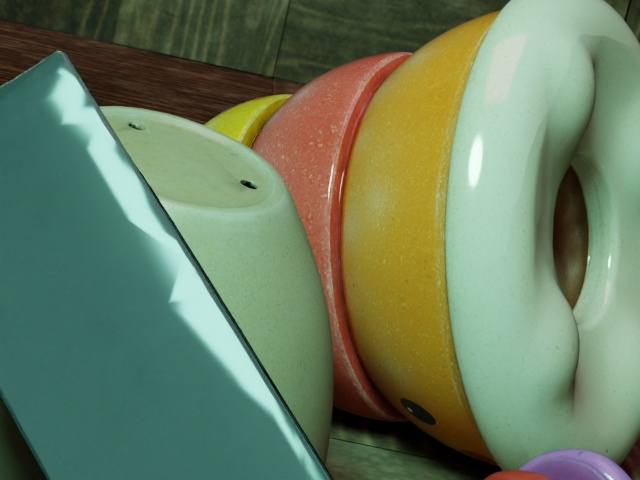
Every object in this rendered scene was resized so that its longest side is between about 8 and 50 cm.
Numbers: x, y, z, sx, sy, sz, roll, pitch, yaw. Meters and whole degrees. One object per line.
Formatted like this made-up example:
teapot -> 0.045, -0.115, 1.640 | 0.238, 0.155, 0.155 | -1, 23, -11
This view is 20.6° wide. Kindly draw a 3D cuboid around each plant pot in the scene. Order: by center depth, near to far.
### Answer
plant pot -> -0.109, 0.035, 1.009 | 0.284, 0.191, 0.284 | 17, 22, -7

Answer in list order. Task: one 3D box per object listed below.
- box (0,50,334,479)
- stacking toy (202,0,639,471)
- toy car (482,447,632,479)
box -> -0.071, 0.073, 0.779 | 0.261, 0.103, 0.184 | 57, -6, 18
stacking toy -> 0.000, 0.000, 1.300 | 0.479, 0.351, 0.350 | 0, 6, 31
toy car -> 0.113, 0.172, 0.884 | 0.159, 0.136, 0.182 | 23, 17, 35
